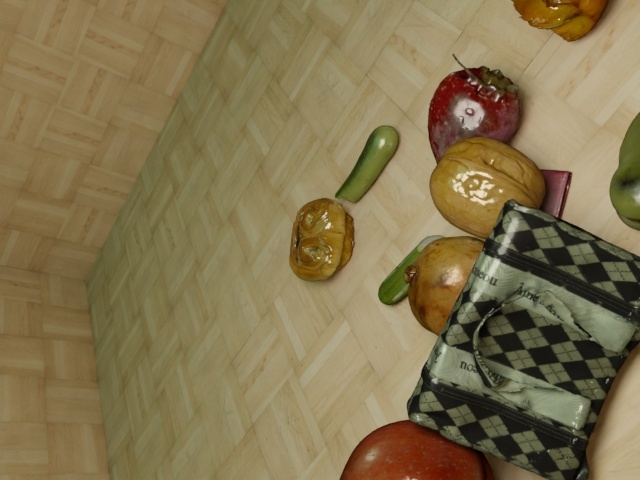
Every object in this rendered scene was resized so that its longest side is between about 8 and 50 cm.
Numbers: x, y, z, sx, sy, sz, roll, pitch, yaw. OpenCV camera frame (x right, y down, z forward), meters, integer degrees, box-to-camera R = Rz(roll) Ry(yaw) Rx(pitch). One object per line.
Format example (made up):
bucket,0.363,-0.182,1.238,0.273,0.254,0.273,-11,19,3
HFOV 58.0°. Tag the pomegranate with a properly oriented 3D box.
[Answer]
pomegranate,0.272,0.092,1.162,0.215,0.215,0.216,-22,60,46

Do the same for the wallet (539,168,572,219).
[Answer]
wallet,0.408,-0.094,1.219,0.232,0.025,0.120,13,86,52

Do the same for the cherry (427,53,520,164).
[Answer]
cherry,0.322,-0.257,1.263,0.175,0.192,0.250,-64,-3,-65

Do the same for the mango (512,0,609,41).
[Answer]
mango,0.484,-0.561,1.184,0.198,0.201,0.351,-3,62,14

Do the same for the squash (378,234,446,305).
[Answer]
squash,0.217,0.070,1.363,0.239,0.069,0.069,-49,43,30

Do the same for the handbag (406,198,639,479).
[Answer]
handbag,0.369,0.179,0.975,0.316,0.180,0.417,26,98,9

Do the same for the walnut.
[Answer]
walnut,0.326,-0.103,1.145,0.225,0.193,0.193,38,108,26

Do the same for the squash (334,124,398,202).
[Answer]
squash,0.130,-0.202,1.573,0.250,0.083,0.083,-58,40,25

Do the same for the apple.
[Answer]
apple,0.185,0.500,1.039,0.276,0.348,0.349,-19,60,22

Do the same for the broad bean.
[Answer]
broad bean,0.580,-0.139,0.939,0.189,0.121,0.263,28,98,48

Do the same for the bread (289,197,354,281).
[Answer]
bread,-0.002,0.001,1.625,0.198,0.120,0.236,-9,70,49
